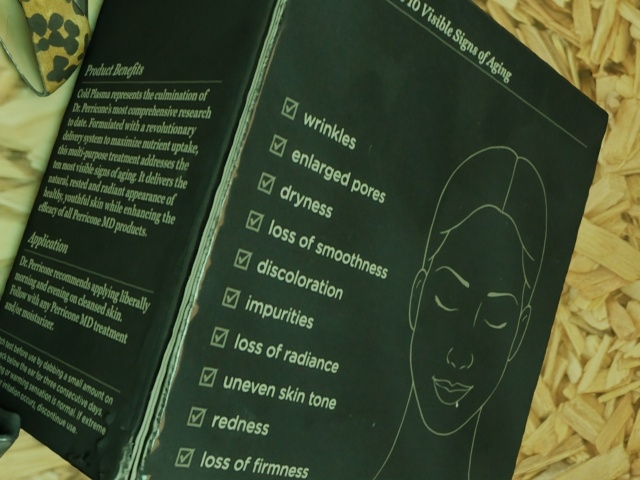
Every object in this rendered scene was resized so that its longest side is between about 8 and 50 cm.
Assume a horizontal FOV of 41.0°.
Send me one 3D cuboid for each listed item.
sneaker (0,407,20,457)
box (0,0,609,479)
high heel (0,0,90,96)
[{"bbox_3d":[-0.332,0.060,0.659,0.121,0.111,0.299,-24,103,12],"label":"sneaker"},{"bbox_3d":[0.000,0.000,0.850,0.480,0.297,0.471,23,84,-43],"label":"box"},{"bbox_3d":[-0.300,-0.229,0.698,0.261,0.093,0.186,7,89,-47],"label":"high heel"}]
